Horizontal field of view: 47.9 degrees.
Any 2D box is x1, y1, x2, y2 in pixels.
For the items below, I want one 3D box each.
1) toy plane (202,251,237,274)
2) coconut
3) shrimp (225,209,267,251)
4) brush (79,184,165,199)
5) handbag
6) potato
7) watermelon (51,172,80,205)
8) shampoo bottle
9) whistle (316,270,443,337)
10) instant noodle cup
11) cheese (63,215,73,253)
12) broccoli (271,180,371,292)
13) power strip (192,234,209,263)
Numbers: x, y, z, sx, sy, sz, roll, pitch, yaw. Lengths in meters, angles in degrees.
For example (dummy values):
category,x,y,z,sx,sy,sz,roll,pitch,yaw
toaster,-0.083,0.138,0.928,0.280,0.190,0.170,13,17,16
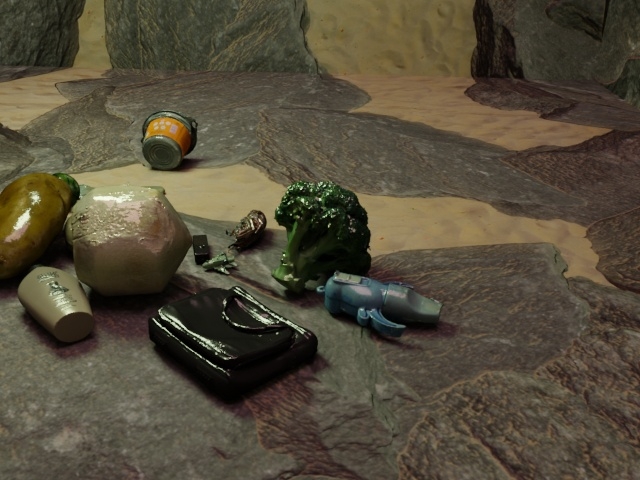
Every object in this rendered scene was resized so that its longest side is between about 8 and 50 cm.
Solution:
category,x,y,z,sx,sy,sz,roll,pitch,yaw
toy plane,-0.238,0.052,1.699,0.083,0.033,0.080,-7,42,-18
coconut,-0.404,-0.005,1.559,0.247,0.245,0.245,-6,27,-12
shrimp,-0.189,-0.023,1.819,0.073,0.075,0.190,38,43,0
brush,-0.618,-0.142,2.073,0.336,0.020,0.085,-2,27,-8
handbag,-0.171,0.181,1.395,0.244,0.088,0.275,-18,32,-42
potato,-0.705,-0.038,1.702,0.195,0.177,0.369,4,31,-7
watermelon,-0.711,-0.139,1.973,0.108,0.109,0.109,2,26,-1
shampoo bottle,-0.550,0.119,1.490,0.127,0.078,0.257,-17,31,-32
whistle,0.123,0.129,1.524,0.269,0.093,0.180,14,28,9
instant noodle cup,-0.486,-0.303,2.266,0.177,0.208,0.126,38,34,-26
cheese,-0.522,-0.010,1.740,0.175,0.091,0.202,-16,33,-32
broccoli,0.000,0.000,1.628,0.270,0.270,0.270,23,68,35
power strip,-0.292,0.020,1.762,0.037,0.029,0.111,-4,27,-13
